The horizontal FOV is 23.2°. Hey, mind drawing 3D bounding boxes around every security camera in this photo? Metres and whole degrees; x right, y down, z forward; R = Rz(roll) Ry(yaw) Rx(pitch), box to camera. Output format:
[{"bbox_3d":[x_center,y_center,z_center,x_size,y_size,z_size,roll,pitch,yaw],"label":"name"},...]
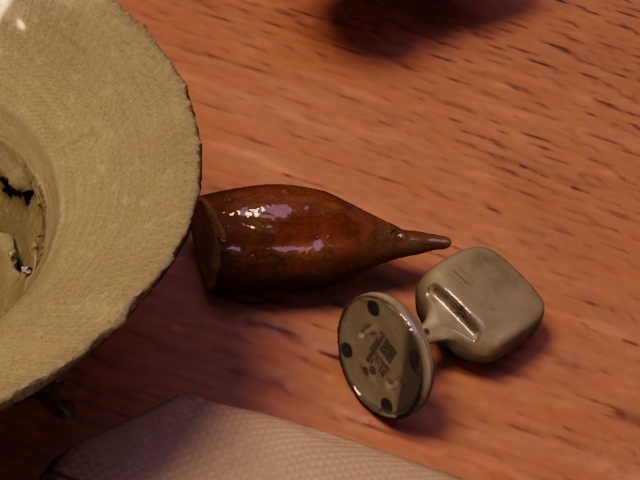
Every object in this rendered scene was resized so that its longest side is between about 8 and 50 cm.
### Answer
[{"bbox_3d":[0.056,0.037,0.673,0.092,0.058,0.058,-17,53,-40],"label":"security camera"}]

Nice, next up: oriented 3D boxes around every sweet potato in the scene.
[{"bbox_3d":[0.000,0.000,0.686,0.117,0.049,0.049,0,49,-6],"label":"sweet potato"}]

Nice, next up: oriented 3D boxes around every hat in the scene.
[{"bbox_3d":[-0.176,0.005,0.592,0.257,0.130,0.257,5,49,-6],"label":"hat"}]

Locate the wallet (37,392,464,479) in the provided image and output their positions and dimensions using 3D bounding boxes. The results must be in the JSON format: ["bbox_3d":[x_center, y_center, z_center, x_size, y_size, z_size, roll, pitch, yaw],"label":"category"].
[{"bbox_3d":[-0.006,0.187,0.515,0.274,0.068,0.335,24,42,5],"label":"wallet"}]
